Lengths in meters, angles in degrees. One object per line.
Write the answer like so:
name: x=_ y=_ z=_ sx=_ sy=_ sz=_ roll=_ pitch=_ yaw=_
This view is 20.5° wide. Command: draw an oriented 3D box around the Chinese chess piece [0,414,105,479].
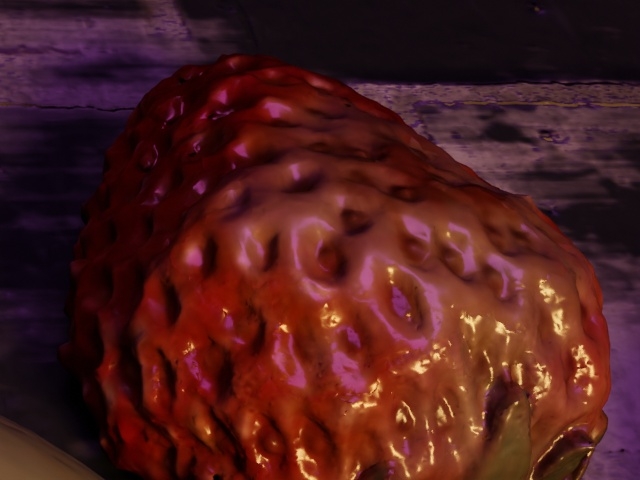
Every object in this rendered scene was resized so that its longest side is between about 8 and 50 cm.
Chinese chess piece: x=-0.145 y=0.200 z=0.400 sx=0.146 sy=0.349 sz=0.349 roll=27 pitch=38 yaw=2

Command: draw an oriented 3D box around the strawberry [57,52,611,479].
strawberry: x=0.000 y=0.000 z=0.864 sx=0.265 sy=0.149 sz=0.336 roll=-9 pitch=41 yaw=-24
